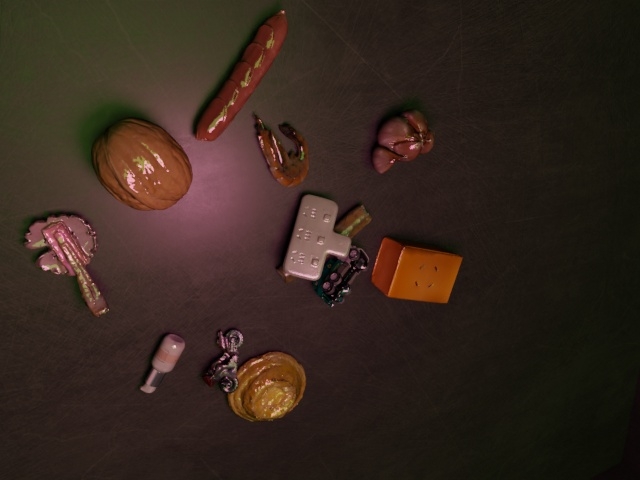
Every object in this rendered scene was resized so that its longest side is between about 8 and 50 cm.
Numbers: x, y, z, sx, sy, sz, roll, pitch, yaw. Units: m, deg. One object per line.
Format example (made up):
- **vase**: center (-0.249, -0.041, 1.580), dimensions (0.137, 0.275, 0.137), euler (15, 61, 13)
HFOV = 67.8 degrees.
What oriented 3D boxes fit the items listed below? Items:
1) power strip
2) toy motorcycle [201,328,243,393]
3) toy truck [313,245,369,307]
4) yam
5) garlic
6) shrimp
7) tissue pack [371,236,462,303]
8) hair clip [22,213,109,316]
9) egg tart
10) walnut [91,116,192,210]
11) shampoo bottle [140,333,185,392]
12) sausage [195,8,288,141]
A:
- **power strip**: center (0.000, 0.000, 1.531), dimensions (0.193, 0.059, 0.265), euler (15, 85, -6)
- **toy motorcycle**: center (-0.322, 0.396, 1.572), dimensions (0.122, 0.082, 0.214), euler (7, 89, -15)
- **toy truck**: center (0.059, 0.110, 1.628), dimensions (0.216, 0.116, 0.110), euler (-52, 138, -10)
- **yam**: center (0.018, 0.013, 1.603), dimensions (0.371, 0.083, 0.083), euler (-39, 119, -7)
- **garlic**: center (0.256, -0.328, 1.554), dimensions (0.213, 0.191, 0.160), euler (-23, 91, -4)
- **shrimp**: center (-0.105, -0.283, 1.454), dimensions (0.145, 0.059, 0.255), euler (-29, 117, -17)
- **tissue pack**: center (0.349, 0.110, 1.749), dimensions (0.274, 0.145, 0.195), euler (10, 101, -27)
- **hair clip**: center (-0.670, 0.069, 1.303), dimensions (0.172, 0.069, 0.301), euler (-26, 106, -16)
- **egg tart**: center (-0.177, 0.532, 1.668), dimensions (0.290, 0.115, 0.291), euler (-8, 112, -21)
- **walnut**: center (-0.458, -0.191, 1.237), dimensions (0.225, 0.225, 0.261), euler (-41, 131, -7)
- **shampoo bottle**: center (-0.495, 0.389, 1.491), dimensions (0.074, 0.074, 0.192), euler (26, 94, -29)
- **sausage**: center (-0.214, -0.453, 1.333), dimensions (0.087, 0.088, 0.433), euler (34, 92, -30)
